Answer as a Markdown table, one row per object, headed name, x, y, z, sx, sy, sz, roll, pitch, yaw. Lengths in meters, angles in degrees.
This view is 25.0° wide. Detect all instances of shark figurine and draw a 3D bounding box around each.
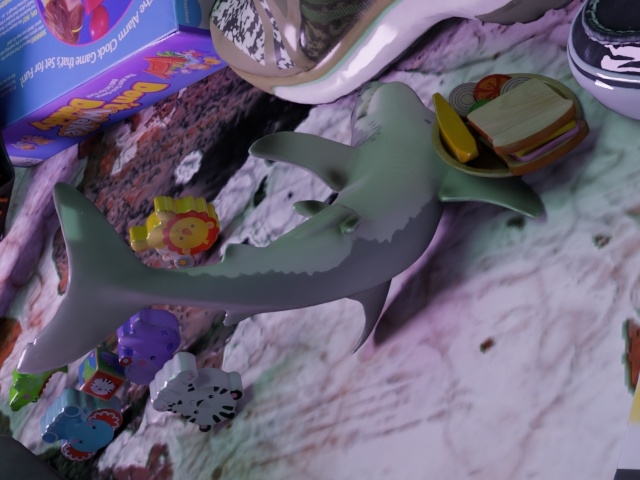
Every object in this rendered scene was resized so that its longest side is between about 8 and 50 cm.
| name | x | y | z | sx | sy | sz | roll | pitch | yaw |
| --- | --- | --- | --- | --- | --- | --- | --- | --- | --- |
| shark figurine | -0.004 | 0.017 | 0.742 | 0.166 | 0.278 | 0.116 | 31 | 133 | 31 |

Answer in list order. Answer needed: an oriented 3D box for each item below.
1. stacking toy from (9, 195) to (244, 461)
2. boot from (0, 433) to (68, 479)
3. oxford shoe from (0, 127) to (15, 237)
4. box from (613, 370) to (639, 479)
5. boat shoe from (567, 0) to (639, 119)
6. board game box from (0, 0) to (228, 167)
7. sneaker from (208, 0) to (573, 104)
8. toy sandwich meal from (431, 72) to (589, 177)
| name | x | y | z | sx | sy | sz | roll | pitch | yaw |
| --- | --- | --- | --- | --- | --- | --- | --- | --- | --- |
| stacking toy | -0.134 | 0.095 | 0.940 | 0.221 | 0.052 | 0.167 | -47 | 33 | 25 |
| boot | -0.181 | 0.185 | 0.783 | 0.208 | 0.190 | 0.076 | 26 | 120 | 34 |
| oxford shoe | -0.299 | -0.015 | 1.160 | 0.098 | 0.097 | 0.271 | -8 | 86 | 42 |
| box | 0.164 | 0.074 | 0.516 | 0.100 | 0.060 | 0.244 | -9 | 57 | 52 |
| boat shoe | 0.205 | -0.131 | 0.589 | 0.301 | 0.102 | 0.108 | -12 | 55 | 51 |
| board game box | -0.191 | -0.217 | 1.172 | 0.347 | 0.078 | 0.233 | -18 | 73 | 48 |
| sneaker | 0.009 | -0.203 | 0.836 | 0.410 | 0.182 | 0.158 | -15 | 49 | 61 |
| toy sandwich meal | 0.094 | -0.064 | 0.733 | 0.086 | 0.029 | 0.085 | -11 | 44 | 11 |
